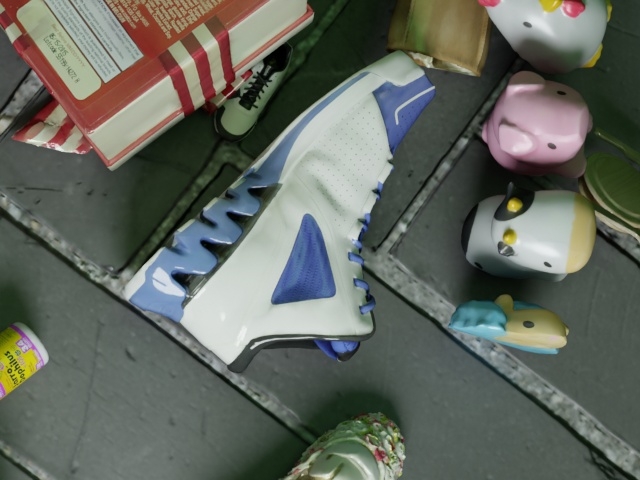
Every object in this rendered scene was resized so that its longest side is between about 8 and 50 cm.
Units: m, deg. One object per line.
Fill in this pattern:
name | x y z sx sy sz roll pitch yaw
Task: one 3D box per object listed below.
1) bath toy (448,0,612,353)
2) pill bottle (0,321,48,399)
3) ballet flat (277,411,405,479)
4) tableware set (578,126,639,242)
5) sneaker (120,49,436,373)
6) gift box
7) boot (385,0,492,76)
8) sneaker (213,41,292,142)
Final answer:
bath toy | 0.181 -0.081 1.634 0.129 0.151 0.348 16 76 -37
pill bottle | -0.266 0.107 1.530 0.083 0.043 0.043 -40 88 -22
ballet flat | -0.009 0.228 1.554 0.241 0.077 0.091 -42 88 -23
tableware set | 0.312 -0.013 1.726 0.194 0.039 0.128 31 39 -14
sneaker | -0.001 0.001 1.606 0.315 0.127 0.182 -44 94 -15
gift box | -0.179 -0.215 1.541 0.276 0.258 0.255 -32 87 -2
boot | 0.154 -0.284 1.736 0.236 0.089 0.269 11 88 -50
sneaker | -0.060 -0.136 1.661 0.040 0.044 0.109 31 70 -9
